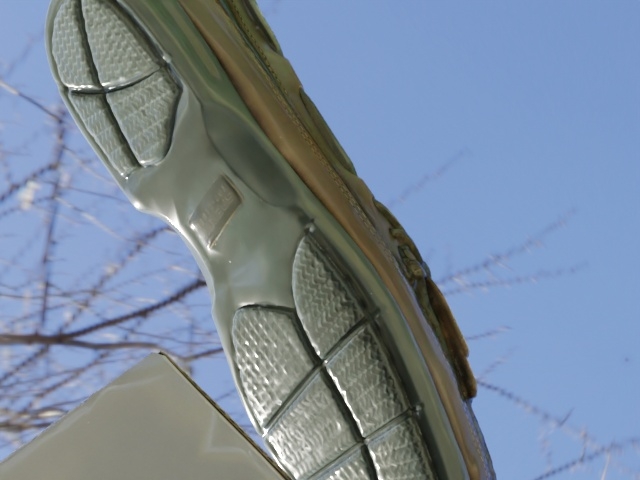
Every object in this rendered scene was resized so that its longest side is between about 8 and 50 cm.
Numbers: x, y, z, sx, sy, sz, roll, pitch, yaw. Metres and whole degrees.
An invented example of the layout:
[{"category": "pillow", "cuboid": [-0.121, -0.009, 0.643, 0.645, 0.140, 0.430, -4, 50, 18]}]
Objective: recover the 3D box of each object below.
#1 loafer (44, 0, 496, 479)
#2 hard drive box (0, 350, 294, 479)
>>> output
[{"category": "loafer", "cuboid": [0.000, 0.000, 0.716, 0.267, 0.084, 0.096, 57, -42, 9]}, {"category": "hard drive box", "cuboid": [-0.107, 0.168, 0.584, 0.232, 0.181, 0.089, -37, -116, -23]}]
